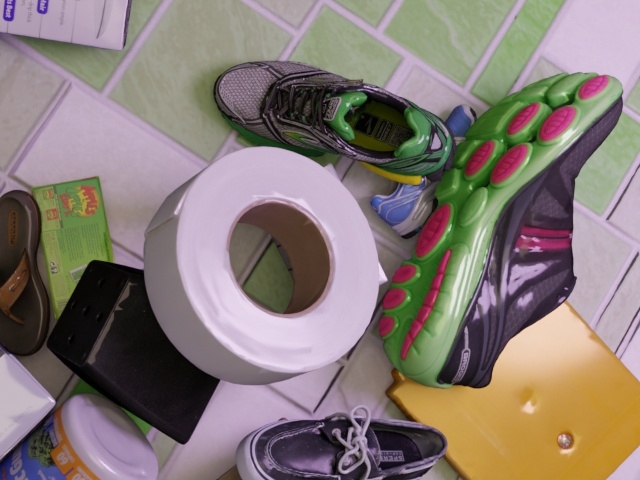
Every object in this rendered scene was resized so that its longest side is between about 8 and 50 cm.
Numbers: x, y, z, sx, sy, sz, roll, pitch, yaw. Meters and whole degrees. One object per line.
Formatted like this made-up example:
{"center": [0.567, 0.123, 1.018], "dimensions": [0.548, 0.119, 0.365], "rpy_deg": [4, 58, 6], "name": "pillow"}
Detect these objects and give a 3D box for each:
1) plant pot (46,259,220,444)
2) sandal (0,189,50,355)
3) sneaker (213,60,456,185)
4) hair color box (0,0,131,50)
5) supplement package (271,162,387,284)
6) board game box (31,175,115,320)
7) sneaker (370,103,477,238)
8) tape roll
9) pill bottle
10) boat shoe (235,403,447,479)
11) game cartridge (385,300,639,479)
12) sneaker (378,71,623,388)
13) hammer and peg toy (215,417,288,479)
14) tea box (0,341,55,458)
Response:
{"center": [-0.234, 0.124, 1.531], "dimensions": [0.167, 0.187, 0.188], "rpy_deg": [31, 81, -33], "name": "plant pot"}
{"center": [-0.406, 0.043, 1.578], "dimensions": [0.090, 0.060, 0.219], "rpy_deg": [2, 92, 23], "name": "sandal"}
{"center": [0.011, -0.179, 1.612], "dimensions": [0.343, 0.146, 0.134], "rpy_deg": [15, 83, 18], "name": "sneaker"}
{"center": [-0.415, -0.369, 1.585], "dimensions": [0.339, 0.110, 0.185], "rpy_deg": [8, 101, -8], "name": "hair color box"}
{"center": [0.000, 0.000, 1.648], "dimensions": [0.105, 0.105, 0.179], "rpy_deg": [-27, 91, -12], "name": "supplement package"}
{"center": [-0.328, 0.011, 1.623], "dimensions": [0.092, 0.043, 0.181], "rpy_deg": [-11, 88, -11], "name": "board game box"}
{"center": [0.150, -0.109, 1.695], "dimensions": [0.081, 0.080, 0.211], "rpy_deg": [33, 80, -9], "name": "sneaker"}
{"center": [-0.071, 0.031, 1.475], "dimensions": [0.286, 0.100, 0.286], "rpy_deg": [10, 70, -29], "name": "tape roll"}
{"center": [-0.346, 0.329, 1.497], "dimensions": [0.272, 0.152, 0.152], "rpy_deg": [-43, 94, 12], "name": "pill bottle"}
{"center": [0.037, 0.278, 1.569], "dimensions": [0.306, 0.105, 0.113], "rpy_deg": [12, 53, -34], "name": "boat shoe"}
{"center": [0.290, 0.228, 1.714], "dimensions": [0.285, 0.053, 0.323], "rpy_deg": [-42, 91, -10], "name": "game cartridge"}
{"center": [0.260, -0.014, 1.627], "dimensions": [0.202, 0.185, 0.483], "rpy_deg": [30, 93, -34], "name": "sneaker"}
{"center": [-0.074, 0.417, 1.573], "dimensions": [0.361, 0.127, 0.266], "rpy_deg": [-34, 86, -42], "name": "hammer and peg toy"}
{"center": [-0.504, 0.157, 1.430], "dimensions": [0.220, 0.329, 0.323], "rpy_deg": [-44, 93, -15], "name": "tea box"}
